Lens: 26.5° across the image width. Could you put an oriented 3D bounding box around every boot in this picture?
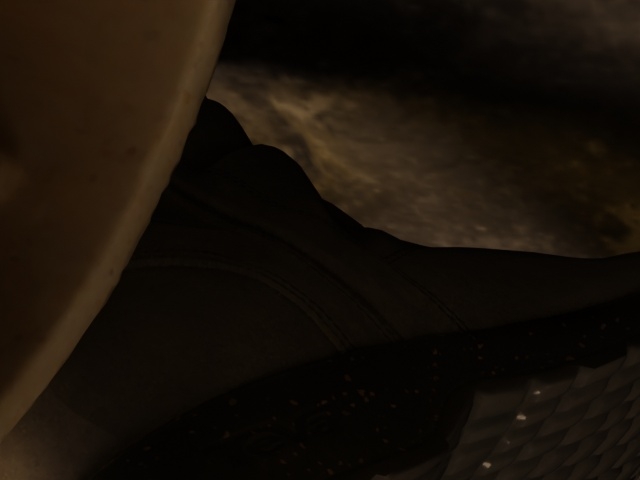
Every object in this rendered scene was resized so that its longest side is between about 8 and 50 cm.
[{"bbox_3d":[0.000,0.000,0.457,0.223,0.338,0.118,47,123,30],"label":"boot"}]

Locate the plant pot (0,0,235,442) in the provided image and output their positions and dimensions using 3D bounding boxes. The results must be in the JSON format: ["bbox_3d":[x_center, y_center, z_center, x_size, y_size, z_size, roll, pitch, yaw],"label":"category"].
[{"bbox_3d":[-0.219,-0.115,0.251,0.305,0.334,0.334,18,151,23],"label":"plant pot"}]
